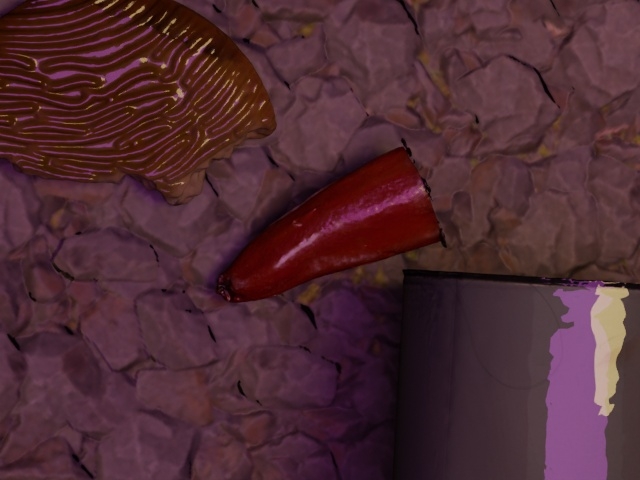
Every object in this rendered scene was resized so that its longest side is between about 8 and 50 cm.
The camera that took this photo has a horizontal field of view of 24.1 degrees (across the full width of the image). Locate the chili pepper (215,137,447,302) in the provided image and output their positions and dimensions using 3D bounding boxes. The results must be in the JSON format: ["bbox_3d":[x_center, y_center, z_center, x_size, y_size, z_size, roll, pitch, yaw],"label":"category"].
[{"bbox_3d":[0.001,0.001,1.083,0.169,0.065,0.088,-25,127,-1],"label":"chili pepper"}]

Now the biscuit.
[{"bbox_3d":[-0.156,-0.090,1.047,0.228,0.031,0.176,-27,101,-8],"label":"biscuit"}]

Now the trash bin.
[{"bbox_3d":[0.158,0.156,1.031,0.277,0.217,0.262,4,88,-44],"label":"trash bin"}]
